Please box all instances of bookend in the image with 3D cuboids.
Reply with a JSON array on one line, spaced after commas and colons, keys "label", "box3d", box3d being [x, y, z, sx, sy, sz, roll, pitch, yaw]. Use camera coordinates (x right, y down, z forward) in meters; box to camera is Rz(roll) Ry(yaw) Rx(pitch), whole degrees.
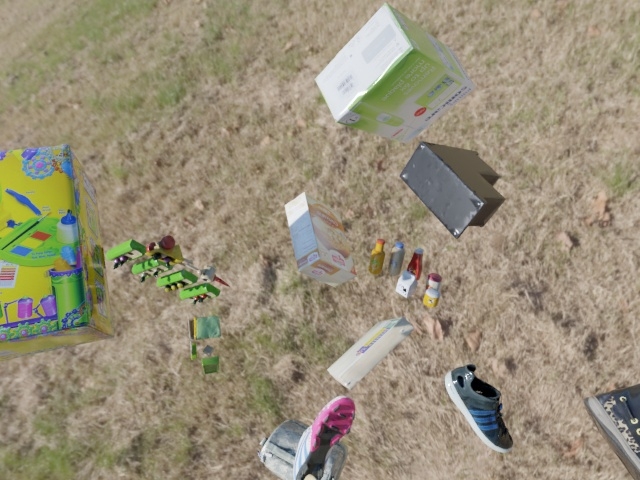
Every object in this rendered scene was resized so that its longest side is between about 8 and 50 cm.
[{"label": "bookend", "box3d": [0.242, -0.083, 0.764, 0.157, 0.072, 0.156, -2, 45, -39]}]

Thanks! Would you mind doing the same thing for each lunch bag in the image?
[{"label": "lunch bag", "box3d": [-0.068, 0.844, 1.797, 0.305, 0.256, 0.213, 21, 76, 18]}]

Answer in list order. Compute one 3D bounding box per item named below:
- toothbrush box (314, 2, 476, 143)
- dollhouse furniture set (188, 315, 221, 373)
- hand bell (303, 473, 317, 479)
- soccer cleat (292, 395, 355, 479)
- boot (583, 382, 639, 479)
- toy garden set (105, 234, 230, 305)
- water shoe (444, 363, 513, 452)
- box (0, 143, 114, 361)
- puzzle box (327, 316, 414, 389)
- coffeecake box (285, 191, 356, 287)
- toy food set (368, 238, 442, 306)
[{"label": "toothbrush box", "box3d": [0.164, -0.333, 0.982, 0.206, 0.283, 0.122, -37, 68, 34]}, {"label": "dollhouse furniture set", "box3d": [-0.271, 0.234, 1.095, 0.076, 0.059, 0.152, -4, 53, -16]}, {"label": "hand bell", "box3d": [-0.117, 0.669, 1.120, 0.241, 0.126, 0.126, -4, 43, -27]}, {"label": "soccer cleat", "box3d": [-0.004, 0.610, 1.451, 0.331, 0.116, 0.143, -64, 20, 6]}, {"label": "boot", "box3d": [0.939, 0.529, 1.226, 0.284, 0.138, 0.377, -30, 36, 7]}, {"label": "toy garden set", "box3d": [-0.322, 0.079, 1.021, 0.203, 0.244, 0.049, -17, 48, 38]}, {"label": "water shoe", "box3d": [0.340, 0.345, 0.943, 0.080, 0.203, 0.073, -40, 2, 32]}, {"label": "box", "box3d": [-0.493, 0.033, 0.691, 0.289, 0.177, 0.279, -9, 76, -15]}, {"label": "puzzle box", "box3d": [0.153, 0.374, 1.558, 0.272, 0.409, 0.052, -40, 83, -11]}, {"label": "coffeecake box", "box3d": [0.000, 0.000, 1.085, 0.068, 0.142, 0.186, -31, 54, 26]}, {"label": "toy food set", "box3d": [0.250, 0.079, 1.283, 0.111, 0.105, 0.232, -16, 35, -39]}]
